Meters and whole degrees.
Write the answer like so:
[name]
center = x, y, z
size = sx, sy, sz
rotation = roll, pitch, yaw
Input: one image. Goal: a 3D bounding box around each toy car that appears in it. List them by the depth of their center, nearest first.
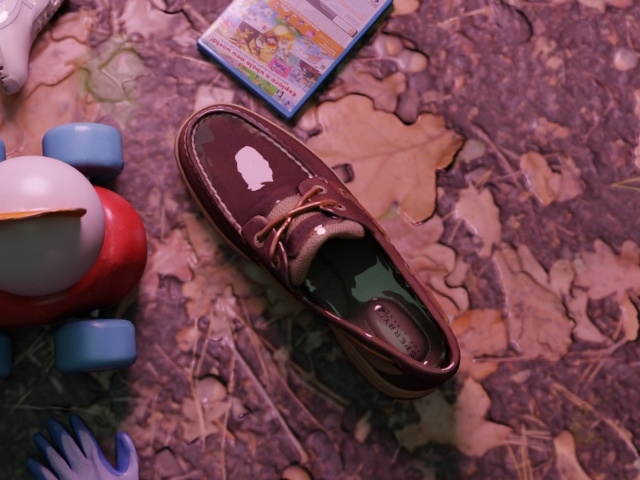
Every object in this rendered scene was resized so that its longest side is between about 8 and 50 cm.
[toy car]
center = -0.255, -0.004, 0.885
size = 0.210, 0.238, 0.219
rotation = -4, 80, -6

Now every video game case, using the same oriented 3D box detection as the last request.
[video game case]
center = -0.023, -0.216, 1.057
size = 0.119, 0.015, 0.166
rotation = 40, 79, 2

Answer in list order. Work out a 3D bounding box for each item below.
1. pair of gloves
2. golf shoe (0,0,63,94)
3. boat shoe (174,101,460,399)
[pair of gloves]
center = -0.234, 0.245, 0.926
size = 0.198, 0.023, 0.159
rotation = -33, 77, -23
[golf shoe]
center = -0.274, -0.225, 1.014
size = 0.085, 0.069, 0.176
rotation = -3, 81, -11
[boat shoe]
center = 0.000, 0.000, 0.964
size = 0.123, 0.123, 0.342
rotation = -39, 85, -10
